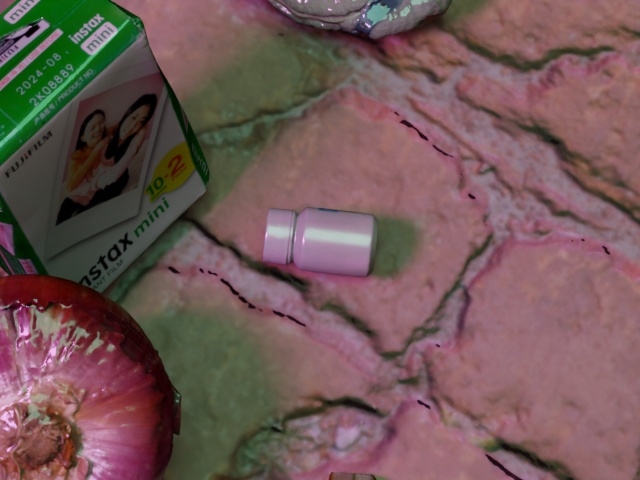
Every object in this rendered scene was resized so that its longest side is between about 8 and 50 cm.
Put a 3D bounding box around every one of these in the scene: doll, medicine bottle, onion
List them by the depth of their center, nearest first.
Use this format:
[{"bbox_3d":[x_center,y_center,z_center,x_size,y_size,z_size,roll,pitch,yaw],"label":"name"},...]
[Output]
[{"bbox_3d":[-0.218,0.132,1.406,0.230,0.163,0.230,-2,100,-11],"label":"onion"},{"bbox_3d":[0.000,0.000,1.511,0.089,0.052,0.052,6,69,0],"label":"medicine bottle"},{"bbox_3d":[0.006,-0.228,1.589,0.214,0.071,0.103,23,68,10],"label":"doll"}]

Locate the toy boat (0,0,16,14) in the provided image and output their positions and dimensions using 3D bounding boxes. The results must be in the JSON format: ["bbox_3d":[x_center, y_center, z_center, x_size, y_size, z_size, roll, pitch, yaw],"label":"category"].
[{"bbox_3d":[-0.284,-0.117,1.527,0.141,0.099,0.318,15,67,-26],"label":"toy boat"}]

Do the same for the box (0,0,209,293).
[{"bbox_3d":[-0.191,-0.068,1.427,0.103,0.250,0.180,37,74,28],"label":"box"}]

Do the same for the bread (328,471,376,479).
[{"bbox_3d":[0.023,0.225,1.428,0.043,0.109,0.062,1,113,2],"label":"bread"}]
